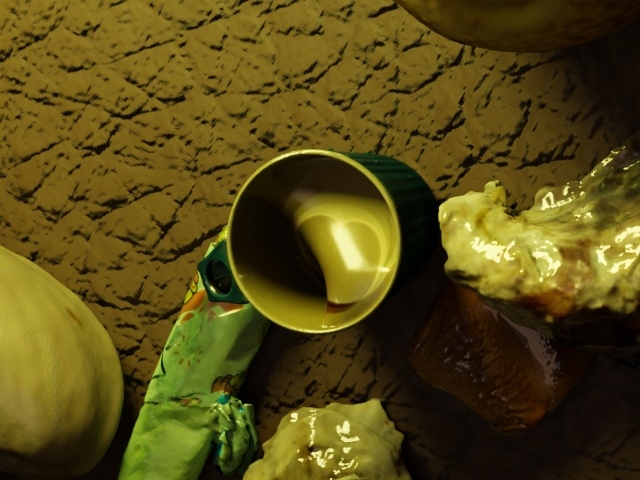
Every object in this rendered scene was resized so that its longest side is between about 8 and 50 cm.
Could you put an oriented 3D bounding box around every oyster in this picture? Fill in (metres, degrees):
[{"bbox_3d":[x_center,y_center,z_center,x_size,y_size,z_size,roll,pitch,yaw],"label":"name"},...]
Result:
[{"bbox_3d":[0.037,0.235,1.283,0.233,0.107,0.161,38,114,14],"label":"oyster"},{"bbox_3d":[0.254,0.007,1.179,0.271,0.100,0.275,-41,79,1],"label":"oyster"}]

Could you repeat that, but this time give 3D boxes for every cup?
[{"bbox_3d":[0.000,0.000,1.237,0.176,0.155,0.131,-18,90,21],"label":"cup"}]

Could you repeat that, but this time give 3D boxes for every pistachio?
[{"bbox_3d":[-0.260,0.094,1.350,0.238,0.153,0.138,43,147,12],"label":"pistachio"}]

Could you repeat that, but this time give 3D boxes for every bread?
[{"bbox_3d":[0.136,0.081,1.259,0.129,0.044,0.126,38,107,8],"label":"bread"}]

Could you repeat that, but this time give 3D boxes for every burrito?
[{"bbox_3d":[-0.089,0.131,1.337,0.104,0.054,0.288,26,102,12],"label":"burrito"}]

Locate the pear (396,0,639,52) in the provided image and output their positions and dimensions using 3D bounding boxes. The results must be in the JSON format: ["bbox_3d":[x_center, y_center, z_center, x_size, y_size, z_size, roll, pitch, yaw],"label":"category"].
[{"bbox_3d":[0.141,-0.269,1.104,0.281,0.281,0.280,2,97,19],"label":"pear"}]
